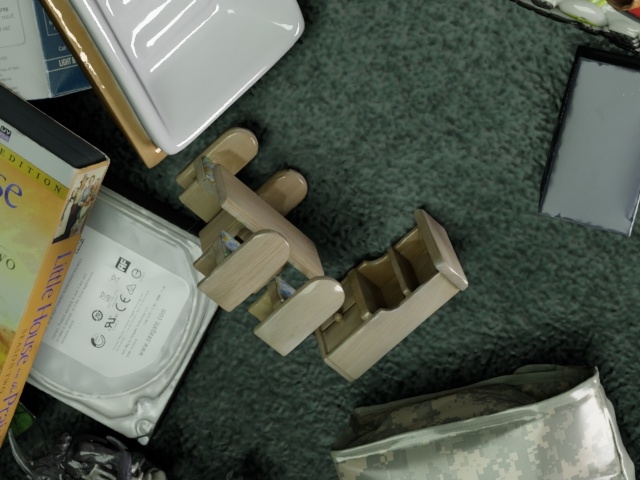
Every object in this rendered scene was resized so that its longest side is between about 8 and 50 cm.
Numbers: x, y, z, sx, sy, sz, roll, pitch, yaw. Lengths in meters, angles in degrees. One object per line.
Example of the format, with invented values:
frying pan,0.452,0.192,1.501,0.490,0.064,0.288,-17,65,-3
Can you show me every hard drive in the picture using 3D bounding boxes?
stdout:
hard drive,-0.275,0.035,1.770,0.339,0.064,0.237,29,103,2

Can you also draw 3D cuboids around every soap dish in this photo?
soap dish,-0.157,-0.248,1.578,0.229,0.118,0.291,-46,134,-19

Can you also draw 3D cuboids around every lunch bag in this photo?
lunch bag,0.183,0.264,1.700,0.287,0.169,0.235,-14,99,15

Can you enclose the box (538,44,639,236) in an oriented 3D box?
box,0.273,-0.100,1.620,0.093,0.158,0.156,14,102,5

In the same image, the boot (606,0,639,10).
boot,0.317,-0.356,1.536,0.220,0.109,0.283,-21,107,-31

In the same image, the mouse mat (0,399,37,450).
mouse mat,-0.410,0.161,1.806,0.153,0.007,0.189,-34,102,32

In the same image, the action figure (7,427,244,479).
action figure,-0.208,0.284,1.761,0.276,0.164,0.141,15,62,-2

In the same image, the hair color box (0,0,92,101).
hair color box,-0.327,-0.311,1.657,0.174,0.105,0.347,-2,103,34

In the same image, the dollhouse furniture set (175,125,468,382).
dollhouse furniture set,0.000,0.000,1.656,0.161,0.212,0.242,-42,120,15

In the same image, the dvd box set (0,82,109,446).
dvd box set,-0.406,0.020,1.692,0.308,0.062,0.420,34,118,16

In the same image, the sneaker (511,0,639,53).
sneaker,0.301,-0.250,1.618,0.279,0.107,0.118,23,94,0
